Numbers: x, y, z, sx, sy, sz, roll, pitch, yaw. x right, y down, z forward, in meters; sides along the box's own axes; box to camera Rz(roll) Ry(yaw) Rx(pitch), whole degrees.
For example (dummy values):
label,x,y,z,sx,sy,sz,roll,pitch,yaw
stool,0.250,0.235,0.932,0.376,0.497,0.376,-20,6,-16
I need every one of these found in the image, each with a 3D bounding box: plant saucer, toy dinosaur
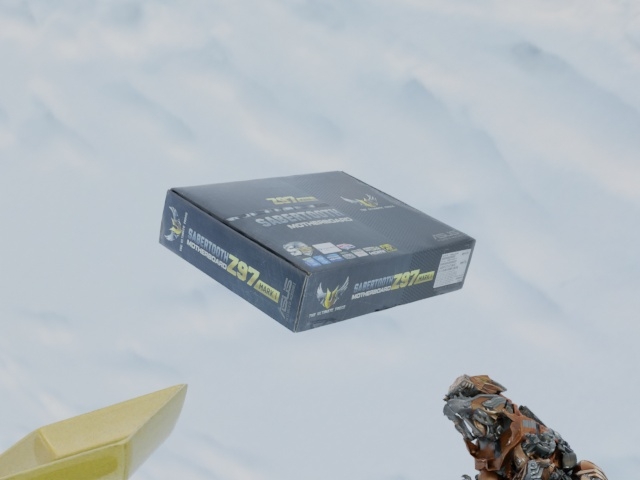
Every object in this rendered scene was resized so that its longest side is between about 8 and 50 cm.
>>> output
label,x,y,z,sx,sy,sz,roll,pitch,yaw
plant saucer,-0.410,0.370,1.806,0.332,0.333,0.081,-19,95,13
toy dinosaur,0.254,0.279,1.093,0.322,0.218,0.164,27,120,9

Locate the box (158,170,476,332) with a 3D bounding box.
label,x,y,z,sx,sy,sz,roll,pitch,yaw
box,0.000,0.000,0.946,0.183,0.232,0.059,29,116,38
